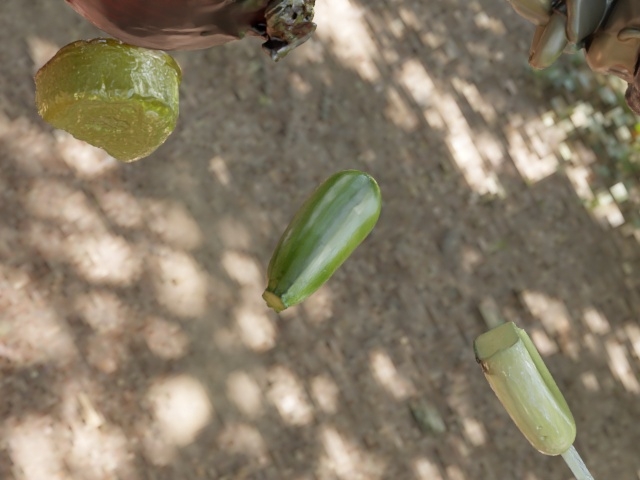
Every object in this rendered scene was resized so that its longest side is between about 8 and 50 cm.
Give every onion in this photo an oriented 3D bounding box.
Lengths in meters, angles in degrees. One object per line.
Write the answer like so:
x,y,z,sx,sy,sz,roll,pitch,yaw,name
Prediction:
-0.066,-0.259,1.326,0.232,0.314,0.314,60,26,2,onion

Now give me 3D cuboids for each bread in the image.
-0.203,-0.147,1.635,0.156,0.125,0.086,33,45,-51,bread

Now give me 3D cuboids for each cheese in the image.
0.236,0.191,1.659,0.255,0.050,0.127,57,10,-19,cheese

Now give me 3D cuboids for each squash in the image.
0.000,0.000,1.478,0.066,0.066,0.201,53,41,-15,squash

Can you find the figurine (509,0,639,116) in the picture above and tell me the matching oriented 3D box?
0.353,-0.255,1.839,0.381,0.203,0.248,24,12,-1,figurine
